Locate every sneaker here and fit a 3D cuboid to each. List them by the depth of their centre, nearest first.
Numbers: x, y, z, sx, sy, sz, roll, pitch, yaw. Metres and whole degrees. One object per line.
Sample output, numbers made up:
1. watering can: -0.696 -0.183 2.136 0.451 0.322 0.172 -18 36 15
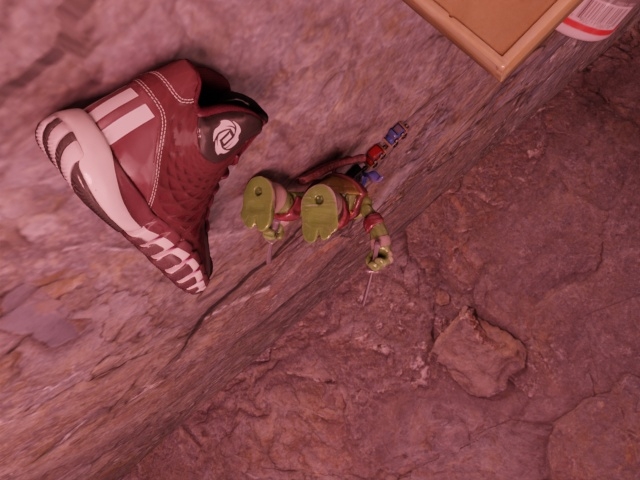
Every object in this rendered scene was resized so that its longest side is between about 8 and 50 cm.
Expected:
1. sneaker: -0.108 -0.051 0.418 0.162 0.106 0.281 -42 166 -13

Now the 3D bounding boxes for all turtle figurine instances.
1. turtle figurine: 0.000 0.000 0.677 0.275 0.198 0.266 -49 161 14

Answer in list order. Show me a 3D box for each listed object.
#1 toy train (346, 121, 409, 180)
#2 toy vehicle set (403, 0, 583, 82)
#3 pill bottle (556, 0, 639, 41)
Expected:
1. toy train: 0.102 -0.159 0.824 0.158 0.027 0.036 -44 155 12
2. toy vehicle set: 0.192 -0.291 0.370 0.267 0.166 0.035 -45 165 15
3. pill bottle: 0.409 -0.425 0.569 0.161 0.161 0.283 -33 164 -31
